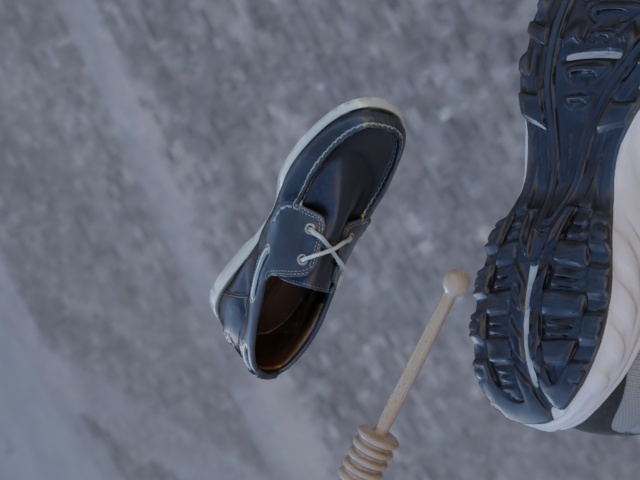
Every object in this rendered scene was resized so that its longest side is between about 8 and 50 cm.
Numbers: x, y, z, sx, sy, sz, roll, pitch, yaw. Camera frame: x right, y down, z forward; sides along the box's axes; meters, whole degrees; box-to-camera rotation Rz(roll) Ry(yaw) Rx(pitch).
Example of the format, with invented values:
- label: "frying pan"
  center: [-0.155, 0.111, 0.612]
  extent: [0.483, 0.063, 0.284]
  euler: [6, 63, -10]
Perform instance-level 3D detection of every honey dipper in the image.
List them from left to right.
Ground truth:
- label: "honey dipper"
  center: [0.056, 0.089, 1.253]
  extent: [0.030, 0.030, 0.160]
  euler: [38, 109, 45]

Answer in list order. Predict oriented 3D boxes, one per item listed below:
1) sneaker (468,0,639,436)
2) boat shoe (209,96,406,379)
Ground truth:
- label: "sneaker"
  center: [0.151, -0.039, 0.889]
  extent: [0.100, 0.108, 0.271]
  euler: [10, 82, 51]
- label: "boat shoe"
  center: [0.000, 0.000, 1.353]
  extent: [0.233, 0.084, 0.079]
  euler: [-58, 35, 32]
